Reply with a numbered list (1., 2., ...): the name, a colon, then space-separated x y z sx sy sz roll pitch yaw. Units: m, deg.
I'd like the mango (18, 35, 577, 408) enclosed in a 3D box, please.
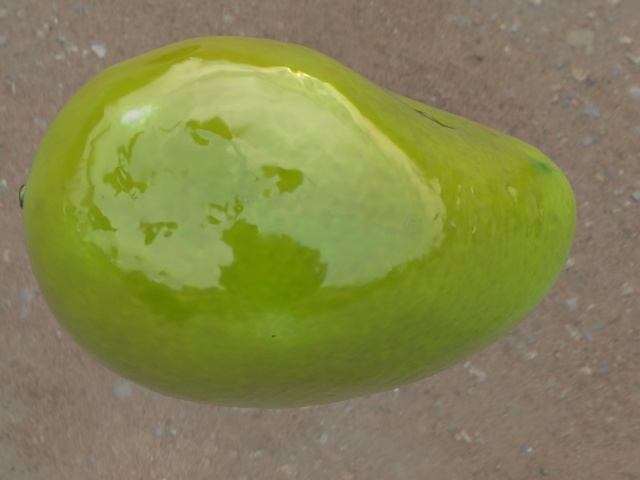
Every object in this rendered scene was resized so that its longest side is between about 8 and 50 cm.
1. mango: -0.008 0.004 0.523 0.273 0.185 0.149 15 50 -43
